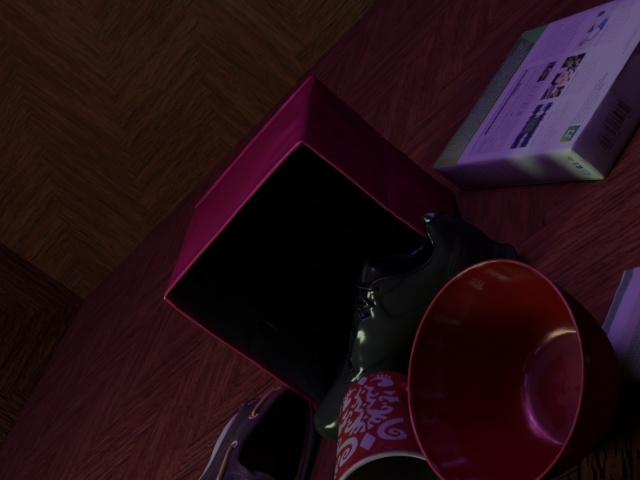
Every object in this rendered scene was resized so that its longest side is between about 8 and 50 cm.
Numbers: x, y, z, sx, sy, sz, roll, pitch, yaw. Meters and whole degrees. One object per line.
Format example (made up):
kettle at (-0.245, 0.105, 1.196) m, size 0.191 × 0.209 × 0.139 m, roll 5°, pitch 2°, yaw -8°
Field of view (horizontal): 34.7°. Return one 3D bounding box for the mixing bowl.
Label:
mixing bowl at (0.163, 0.110, 0.796) m, size 0.181 × 0.098 × 0.181 m, roll -19°, pitch 66°, yaw 51°

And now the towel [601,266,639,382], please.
towel at (0.276, 0.063, 0.786) m, size 0.152 × 0.023 × 0.113 m, roll -15°, pitch 42°, yaw 61°

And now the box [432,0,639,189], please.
box at (0.279, -0.170, 1.202) m, size 0.232 × 0.058 × 0.322 m, roll -56°, pitch 18°, yaw -10°

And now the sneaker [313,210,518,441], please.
sneaker at (0.075, 0.087, 1.086) m, size 0.286 × 0.130 × 0.109 m, roll -51°, pitch 18°, yaw 8°

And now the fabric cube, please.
fabric cube at (0.000, 0.000, 1.250) m, size 0.254 × 0.259 × 0.258 m, roll -48°, pitch 15°, yaw 19°

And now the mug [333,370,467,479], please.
mug at (0.080, 0.188, 0.926) m, size 0.150 × 0.113 × 0.169 m, roll -30°, pitch 16°, yaw 10°

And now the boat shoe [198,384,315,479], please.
boat shoe at (-0.077, 0.282, 1.127) m, size 0.096 × 0.117 × 0.324 m, roll -46°, pitch 11°, yaw 31°
